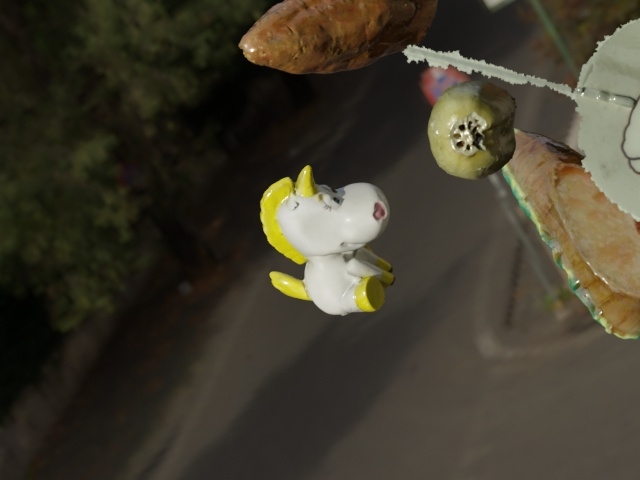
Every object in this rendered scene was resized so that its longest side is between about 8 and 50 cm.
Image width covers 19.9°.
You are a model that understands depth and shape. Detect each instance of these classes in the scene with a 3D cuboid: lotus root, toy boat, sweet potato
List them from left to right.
[{"bbox_3d":[0.022,-0.208,1.759,0.097,0.097,0.252,-15,6,46],"label":"sweet potato"},{"bbox_3d":[0.145,-0.107,1.720,0.077,0.090,0.183,3,13,14],"label":"lotus root"},{"bbox_3d":[0.264,-0.028,1.860,0.108,0.293,0.099,-31,-23,-11],"label":"toy boat"}]

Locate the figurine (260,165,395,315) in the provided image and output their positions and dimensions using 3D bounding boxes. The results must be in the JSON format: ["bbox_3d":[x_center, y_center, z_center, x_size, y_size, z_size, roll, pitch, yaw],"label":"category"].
[{"bbox_3d":[0.007,-0.003,1.841,0.130,0.178,0.109,-5,42,2],"label":"figurine"}]

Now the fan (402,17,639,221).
[{"bbox_3d":[0.225,-0.112,1.445,0.009,0.329,0.190,100,-174,-73],"label":"fan"}]
